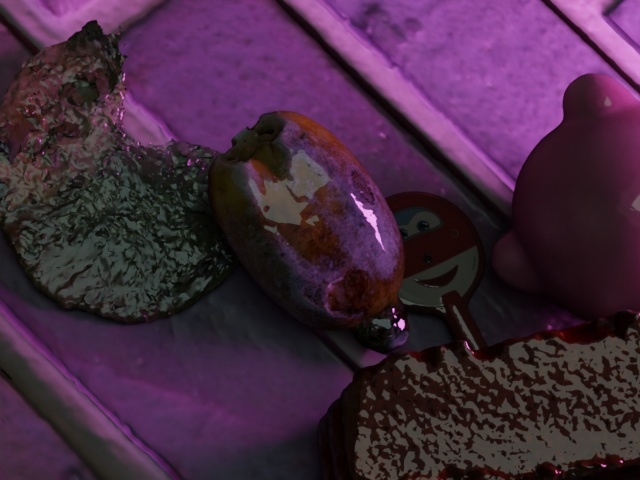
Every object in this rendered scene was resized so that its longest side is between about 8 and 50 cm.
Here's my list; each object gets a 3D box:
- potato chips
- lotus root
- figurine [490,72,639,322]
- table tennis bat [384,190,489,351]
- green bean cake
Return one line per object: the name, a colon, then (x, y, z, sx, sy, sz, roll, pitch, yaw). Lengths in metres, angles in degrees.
potato chips: (-0.145, -0.050, 0.928, 0.202, 0.029, 0.220, -37, 84, -21)
lotus root: (0.000, 0.000, 0.909, 0.113, 0.088, 0.192, -40, 101, -16)
figurine: (0.223, -0.017, 0.938, 0.173, 0.173, 0.173, 5, 69, -13)
table tennis bat: (0.089, 0.032, 0.965, 0.098, 0.019, 0.155, -21, 74, -21)
green bean cake: (0.121, 0.122, 0.841, 0.232, 0.198, 0.097, -5, 70, -12)
